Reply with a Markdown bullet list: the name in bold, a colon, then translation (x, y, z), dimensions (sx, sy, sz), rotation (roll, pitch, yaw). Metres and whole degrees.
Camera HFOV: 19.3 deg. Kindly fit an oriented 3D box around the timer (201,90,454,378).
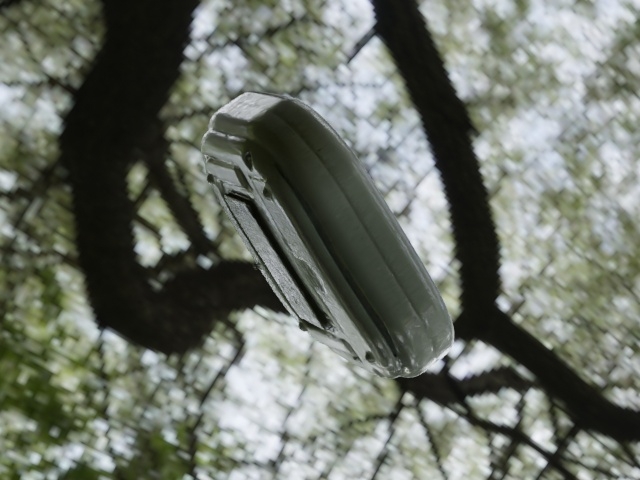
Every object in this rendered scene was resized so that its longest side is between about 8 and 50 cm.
- **timer**: translation (0.000, 0.000, 1.580), dimensions (0.087, 0.262, 0.237), rotation (-36, -162, -14)
